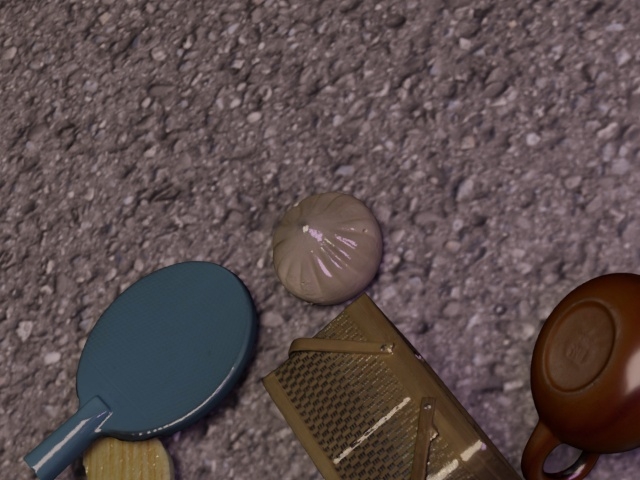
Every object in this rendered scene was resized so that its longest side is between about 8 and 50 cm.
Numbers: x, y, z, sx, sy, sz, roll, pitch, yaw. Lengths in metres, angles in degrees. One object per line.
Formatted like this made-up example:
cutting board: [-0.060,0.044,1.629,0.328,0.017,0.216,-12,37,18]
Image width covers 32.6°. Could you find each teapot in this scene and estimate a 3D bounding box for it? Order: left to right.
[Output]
teapot: [0.285,0.142,1.056,0.252,0.135,0.178,-60,21,12]

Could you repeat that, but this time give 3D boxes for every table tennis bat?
table tennis bat: [-0.216,0.157,1.302,0.329,0.044,0.215,-45,54,-11]

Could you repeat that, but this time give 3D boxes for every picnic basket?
picnic basket: [0.076,0.197,1.074,0.139,0.165,0.266,-40,46,2]

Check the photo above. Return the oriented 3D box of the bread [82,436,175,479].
bread: [-0.216,0.284,1.269,0.112,0.036,0.193,-24,55,11]

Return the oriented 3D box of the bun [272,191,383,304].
bun: [0.000,0.000,1.265,0.138,0.094,0.138,-11,60,20]
